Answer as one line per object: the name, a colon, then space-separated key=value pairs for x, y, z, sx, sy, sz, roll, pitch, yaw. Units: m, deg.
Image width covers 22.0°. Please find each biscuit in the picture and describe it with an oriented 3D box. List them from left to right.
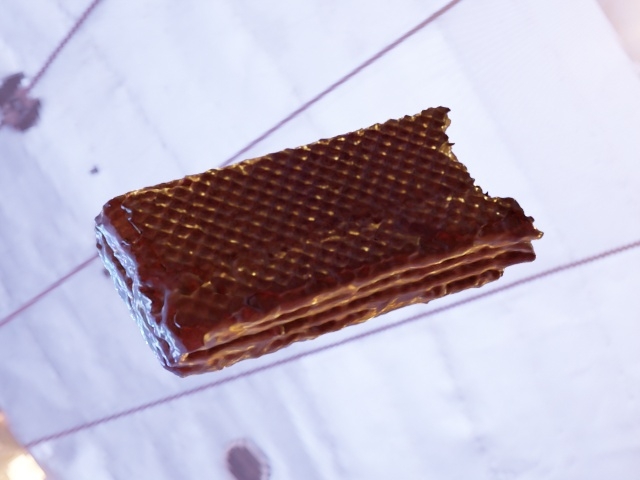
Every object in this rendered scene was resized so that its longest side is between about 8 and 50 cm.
biscuit: x=0.000 y=0.000 z=0.924 sx=0.108 sy=0.239 sz=0.062 roll=56 pitch=-31 yaw=31
